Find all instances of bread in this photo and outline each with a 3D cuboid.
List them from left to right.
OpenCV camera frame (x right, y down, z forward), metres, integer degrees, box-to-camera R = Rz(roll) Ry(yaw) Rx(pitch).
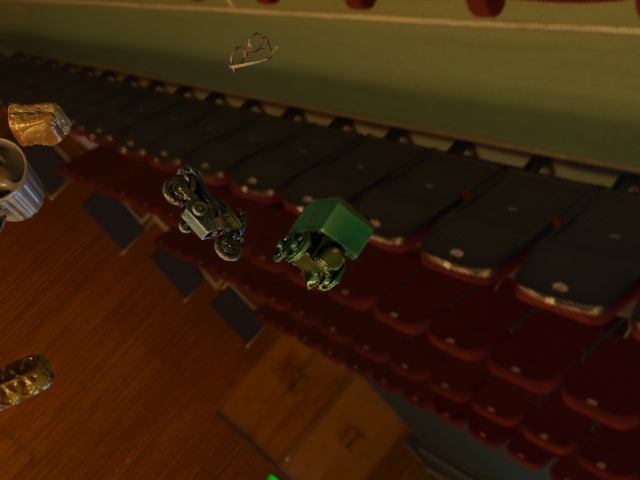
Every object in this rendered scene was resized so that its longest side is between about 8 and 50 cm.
[{"bbox_3d":[-0.734,0.340,1.614,0.084,0.368,0.077,69,164,-10],"label":"bread"},{"bbox_3d":[-0.644,-0.263,1.777,0.125,0.082,0.106,-1,164,3],"label":"bread"}]

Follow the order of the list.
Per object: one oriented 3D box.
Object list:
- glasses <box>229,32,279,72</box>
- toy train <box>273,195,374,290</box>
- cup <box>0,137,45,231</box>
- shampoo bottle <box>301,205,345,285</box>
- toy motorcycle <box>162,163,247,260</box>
[{"bbox_3d":[-0.154,-0.475,2.011,0.104,0.140,0.062,27,149,28],"label":"glasses"},{"bbox_3d":[0.003,0.002,1.356,0.107,0.154,0.198,38,168,-17],"label":"toy train"},{"bbox_3d":[-0.817,-0.126,1.981,0.167,0.221,0.202,36,165,8],"label":"cup"},{"bbox_3d":[0.000,0.000,1.771,0.064,0.102,0.260,11,-154,-15],"label":"shampoo bottle"},{"bbox_3d":[-0.255,-0.067,1.814,0.254,0.135,0.092,47,136,3],"label":"toy motorcycle"}]
